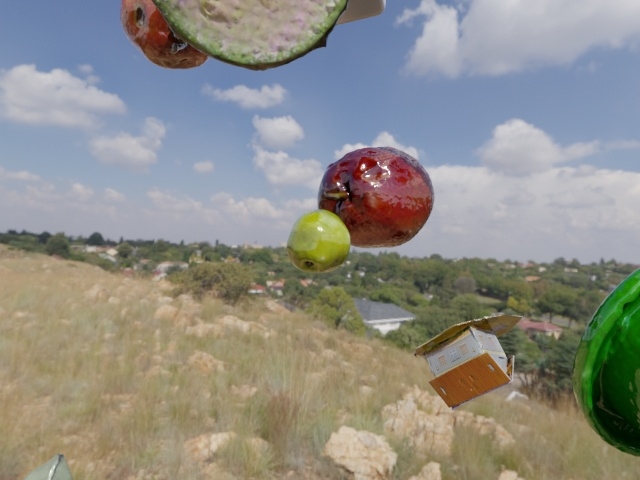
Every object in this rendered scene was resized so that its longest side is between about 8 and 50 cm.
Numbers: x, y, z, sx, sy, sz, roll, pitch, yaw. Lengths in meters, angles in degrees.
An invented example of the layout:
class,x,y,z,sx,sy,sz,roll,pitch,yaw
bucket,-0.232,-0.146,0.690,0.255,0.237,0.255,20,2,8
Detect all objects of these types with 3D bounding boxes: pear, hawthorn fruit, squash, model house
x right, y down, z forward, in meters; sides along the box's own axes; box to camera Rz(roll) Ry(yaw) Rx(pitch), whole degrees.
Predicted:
class,x,y,z,sx,sy,sz,roll,pitch,yaw
pear,0.000,0.000,0.562,0.092,0.096,0.092,13,-32,8
hawthorn fruit,-0.235,-0.355,0.702,0.165,0.165,0.285,4,28,-36
squash,-0.095,-0.446,0.640,0.311,0.310,0.308,3,30,-5
model house,0.345,0.263,0.893,0.208,0.135,0.219,20,-48,-39
hawthorn fruit,0.090,-0.078,0.816,0.230,0.210,0.266,11,16,33

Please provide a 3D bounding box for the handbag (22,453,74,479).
class,x,y,z,sx,sy,sz,roll,pitch,yaw
handbag,-0.468,0.510,0.615,0.109,0.315,0.253,25,32,-23

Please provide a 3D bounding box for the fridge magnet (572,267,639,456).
class,x,y,z,sx,sy,sz,roll,pitch,yaw
fridge magnet,0.309,0.096,0.333,0.208,0.207,0.088,3,18,-6

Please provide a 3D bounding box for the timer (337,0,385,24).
class,x,y,z,sx,sy,sz,roll,pitch,yaw
timer,0.034,-0.611,0.905,0.193,0.194,0.194,-5,-34,16
